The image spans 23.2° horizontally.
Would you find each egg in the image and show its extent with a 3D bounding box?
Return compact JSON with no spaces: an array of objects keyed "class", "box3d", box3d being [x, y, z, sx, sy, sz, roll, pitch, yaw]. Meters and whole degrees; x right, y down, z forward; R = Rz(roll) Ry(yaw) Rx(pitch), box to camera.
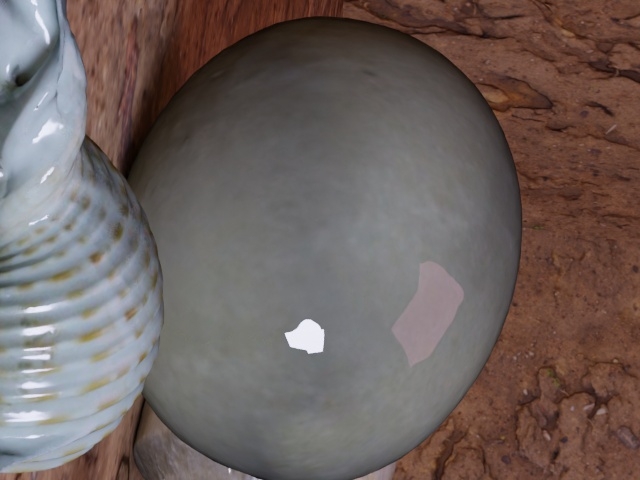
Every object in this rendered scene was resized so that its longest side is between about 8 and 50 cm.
[{"class":"egg","box3d":[0.000,0.000,0.987,0.352,0.258,0.258,-67,165,-58]}]

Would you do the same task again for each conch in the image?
[{"class":"conch","box3d":[-0.113,0.007,0.470,0.135,0.102,0.153,-50,128,-59]}]

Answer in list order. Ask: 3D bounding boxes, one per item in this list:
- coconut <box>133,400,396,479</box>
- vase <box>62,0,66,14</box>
[{"class":"coconut","box3d":[-0.034,0.126,1.186,0.202,0.202,0.222,92,11,-59]},{"class":"vase","box3d":[-0.112,-0.127,0.510,0.060,0.060,0.211,-75,171,-64]}]
